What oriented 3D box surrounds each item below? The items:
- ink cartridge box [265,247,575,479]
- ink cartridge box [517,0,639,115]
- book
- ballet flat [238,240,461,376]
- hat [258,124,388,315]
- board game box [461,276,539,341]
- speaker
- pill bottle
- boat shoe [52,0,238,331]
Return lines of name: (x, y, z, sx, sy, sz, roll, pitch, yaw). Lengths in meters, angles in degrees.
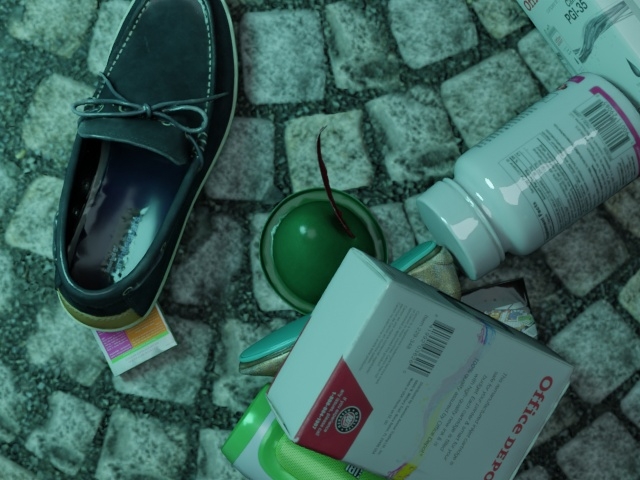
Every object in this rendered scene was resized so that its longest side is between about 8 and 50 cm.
ink cartridge box: (0.122, 0.176, 1.310, 0.306, 0.131, 0.226, 27, 98, -29)
ink cartridge box: (0.398, -0.274, 1.395, 0.117, 0.207, 0.283, -36, 87, -6)
book: (-0.265, 0.097, 1.426, 0.096, 0.035, 0.144, -27, 86, -3)
ballet flat: (0.049, 0.119, 1.378, 0.316, 0.107, 0.106, -30, 100, -4)
hat: (0.000, 0.000, 1.368, 0.173, 0.183, 0.208, -38, 88, -4)
board game box: (0.164, 0.143, 1.443, 0.260, 0.030, 0.136, -12, 88, -3)
speaker: (0.023, 0.311, 1.375, 0.296, 0.131, 0.131, 35, 85, 0)
pill bottle: (0.278, -0.081, 1.399, 0.283, 0.160, 0.160, -34, 88, -4)
boat shoe: (-0.225, -0.130, 1.375, 0.187, 0.156, 0.500, 15, 78, 2)
